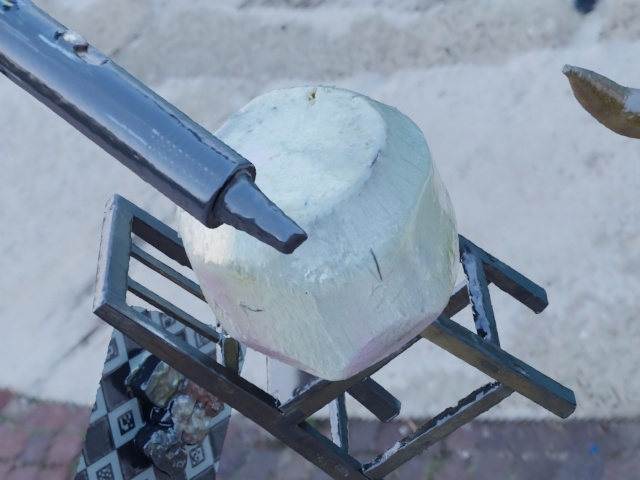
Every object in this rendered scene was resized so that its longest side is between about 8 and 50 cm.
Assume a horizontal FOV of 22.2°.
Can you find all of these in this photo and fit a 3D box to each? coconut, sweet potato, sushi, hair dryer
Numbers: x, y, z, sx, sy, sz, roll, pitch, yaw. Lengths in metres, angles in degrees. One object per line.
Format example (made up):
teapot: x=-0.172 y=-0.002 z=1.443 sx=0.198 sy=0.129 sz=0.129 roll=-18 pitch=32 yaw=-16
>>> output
coconut: x=0.001 y=-0.002 z=1.349 sx=0.227 sy=0.230 sz=0.227 roll=-8 pitch=47 yaw=9
sweet potato: x=0.363 y=-0.133 z=1.759 sx=0.067 sy=0.281 sz=0.059 roll=-147 pitch=71 yaw=-69
sushi: x=-0.168 y=0.203 z=1.944 sx=0.047 sy=0.231 sz=0.220 roll=10 pitch=85 yaw=41
hair dryer: x=-0.112 y=-0.056 z=0.703 sx=0.255 sy=0.128 sz=0.070 roll=39 pitch=38 yaw=19

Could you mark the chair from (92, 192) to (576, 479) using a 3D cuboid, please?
chair: x=0.017 y=0.060 z=1.594 sx=0.240 sy=0.416 sz=0.203 roll=-37 pitch=31 yaw=24
